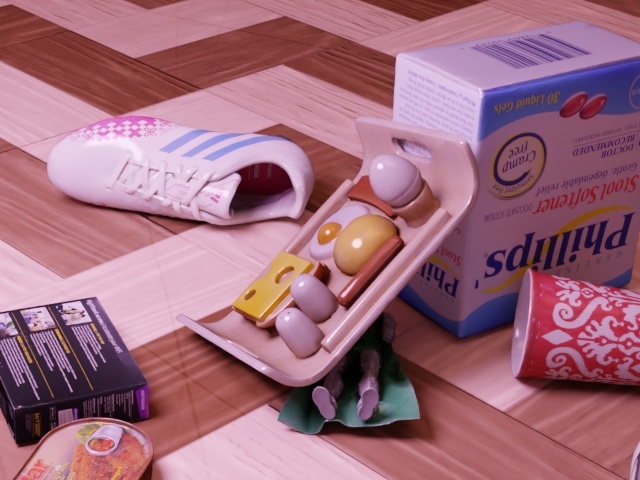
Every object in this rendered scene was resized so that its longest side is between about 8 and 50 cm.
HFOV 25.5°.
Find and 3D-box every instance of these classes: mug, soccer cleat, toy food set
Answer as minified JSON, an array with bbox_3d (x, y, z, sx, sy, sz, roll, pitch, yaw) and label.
[{"bbox_3d":[0.291,0.087,1.470,0.169,0.113,0.150,8,30,2],"label":"mug"},{"bbox_3d":[-0.169,-0.080,1.728,0.331,0.116,0.143,0,28,-6],"label":"soccer cleat"},{"bbox_3d":[0.000,0.000,1.443,0.306,0.092,0.219,-47,28,-13],"label":"toy food set"}]

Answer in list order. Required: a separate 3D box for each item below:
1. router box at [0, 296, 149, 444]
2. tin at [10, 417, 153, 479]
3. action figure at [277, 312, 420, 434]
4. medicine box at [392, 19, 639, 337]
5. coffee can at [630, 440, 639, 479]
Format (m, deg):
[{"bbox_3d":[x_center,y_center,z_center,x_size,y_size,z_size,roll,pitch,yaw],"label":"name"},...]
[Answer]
[{"bbox_3d":[-0.260,0.125,1.406,0.133,0.046,0.179,-9,30,-23],"label":"router box"},{"bbox_3d":[-0.215,0.221,1.241,0.106,0.040,0.190,13,29,11],"label":"tin"},{"bbox_3d":[0.036,0.112,1.450,0.137,0.063,0.232,2,24,4],"label":"action figure"},{"bbox_3d":[0.222,-0.074,1.569,0.263,0.289,0.149,-15,31,-30],"label":"medicine box"},{"bbox_3d":[0.304,0.266,0.994,0.201,0.201,0.275,10,36,13],"label":"coffee can"}]
